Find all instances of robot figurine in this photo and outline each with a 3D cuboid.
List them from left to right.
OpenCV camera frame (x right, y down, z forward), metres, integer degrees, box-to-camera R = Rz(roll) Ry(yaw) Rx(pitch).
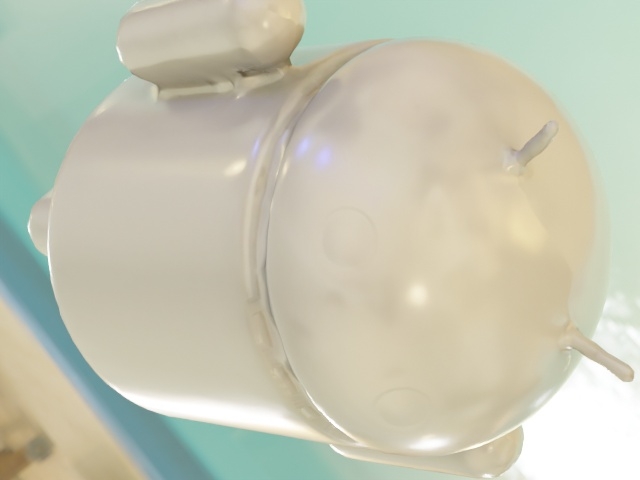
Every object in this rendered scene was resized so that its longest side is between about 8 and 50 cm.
[{"bbox_3d":[0.000,0.000,0.844,0.353,0.200,0.300,3,133,47],"label":"robot figurine"}]
